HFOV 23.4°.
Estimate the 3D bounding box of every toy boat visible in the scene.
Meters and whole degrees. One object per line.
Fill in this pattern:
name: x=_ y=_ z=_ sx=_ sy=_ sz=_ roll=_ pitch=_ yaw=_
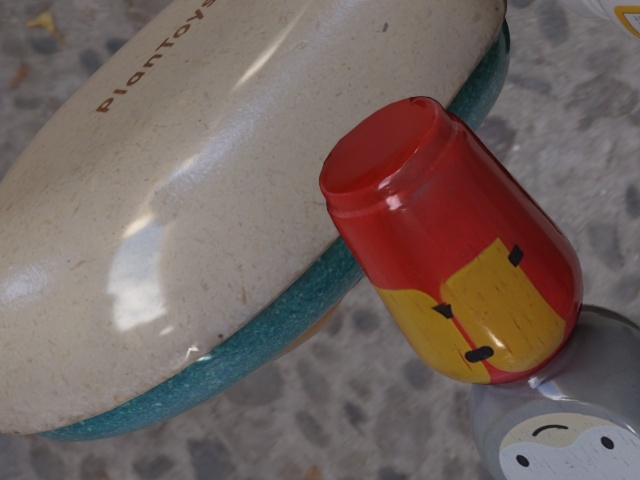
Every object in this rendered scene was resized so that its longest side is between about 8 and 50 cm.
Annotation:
toy boat: x=0.000 y=0.000 z=0.574 sx=0.267 sy=0.318 sz=0.148 roll=-45 pitch=117 yaw=-10

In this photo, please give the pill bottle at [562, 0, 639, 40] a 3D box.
pill bottle: x=0.237 y=-0.174 z=0.931 sx=0.208 sy=0.118 sz=0.117 roll=13 pitch=111 yaw=56
